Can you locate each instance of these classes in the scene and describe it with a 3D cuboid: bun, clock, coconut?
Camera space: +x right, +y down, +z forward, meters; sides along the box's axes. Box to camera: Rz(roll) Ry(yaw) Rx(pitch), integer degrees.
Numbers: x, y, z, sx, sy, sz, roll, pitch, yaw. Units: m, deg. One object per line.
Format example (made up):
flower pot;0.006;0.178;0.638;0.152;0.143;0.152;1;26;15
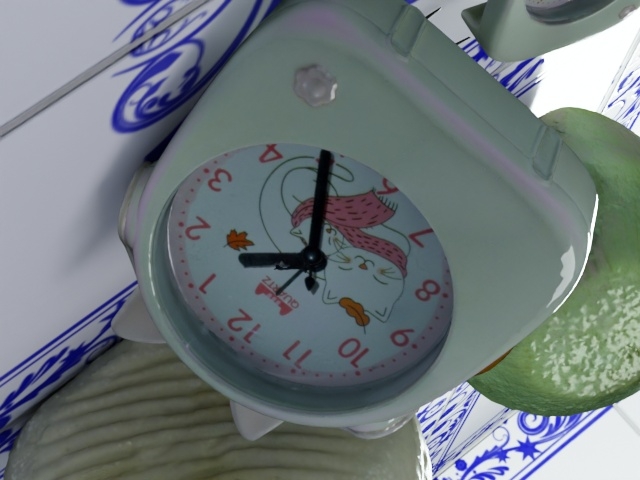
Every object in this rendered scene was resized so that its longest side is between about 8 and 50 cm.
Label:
bun;-0.078;0.220;1.594;0.348;0.352;0.227;-6;149;5
clock;0.190;-0.223;1.429;0.151;0.062;0.191;-20;149;-20
coconut;0.247;0.023;1.970;0.328;0.281;0.328;-53;-156;38
clock;0.000;0.000;1.296;0.324;0.265;0.109;-43;-168;32

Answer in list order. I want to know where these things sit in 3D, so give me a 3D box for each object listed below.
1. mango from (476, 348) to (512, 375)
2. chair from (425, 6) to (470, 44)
mango;0.078;0.068;1.770;0.201;0.153;0.287;-13;171;-39
chair;0.074;-0.141;1.466;0.086;0.042;0.037;-43;166;-36
